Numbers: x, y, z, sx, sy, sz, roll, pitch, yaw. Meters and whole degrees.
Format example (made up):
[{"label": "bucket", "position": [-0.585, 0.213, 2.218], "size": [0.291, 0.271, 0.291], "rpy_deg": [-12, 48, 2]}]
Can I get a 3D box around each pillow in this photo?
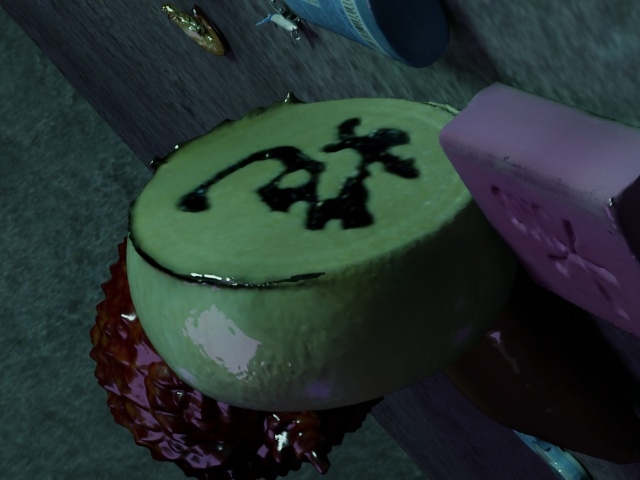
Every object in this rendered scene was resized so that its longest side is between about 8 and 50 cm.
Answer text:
[{"label": "pillow", "position": [0.177, 0.096, 1.704], "size": [0.305, 0.108, 0.308], "rpy_deg": [48, 167, -18]}]

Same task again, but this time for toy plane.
[{"label": "toy plane", "position": [-0.040, -0.227, 1.678], "size": [0.078, 0.024, 0.084], "rpy_deg": [54, 163, -27]}]

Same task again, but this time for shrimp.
[{"label": "shrimp", "position": [-0.159, -0.275, 2.029], "size": [0.114, 0.023, 0.083], "rpy_deg": [40, 165, 18]}]

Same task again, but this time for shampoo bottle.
[{"label": "shampoo bottle", "position": [0.011, -0.218, 1.376], "size": [0.104, 0.061, 0.258], "rpy_deg": [54, 169, -33]}]

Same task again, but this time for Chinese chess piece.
[{"label": "Chinese chess piece", "position": [0.000, 0.000, 1.439], "size": [0.349, 0.349, 0.146], "rpy_deg": [36, 146, 52]}]

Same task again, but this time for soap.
[{"label": "soap", "position": [0.211, -0.015, 1.225], "size": [0.181, 0.081, 0.259], "rpy_deg": [53, 170, -27]}]

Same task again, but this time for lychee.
[{"label": "lychee", "position": [-0.092, 0.122, 2.118], "size": [0.425, 0.424, 0.500], "rpy_deg": [57, 176, -41]}]

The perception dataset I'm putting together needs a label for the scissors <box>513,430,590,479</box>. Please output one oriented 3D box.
[{"label": "scissors", "position": [0.321, 0.299, 2.116], "size": [0.256, 0.030, 0.125], "rpy_deg": [47, 172, 22]}]
